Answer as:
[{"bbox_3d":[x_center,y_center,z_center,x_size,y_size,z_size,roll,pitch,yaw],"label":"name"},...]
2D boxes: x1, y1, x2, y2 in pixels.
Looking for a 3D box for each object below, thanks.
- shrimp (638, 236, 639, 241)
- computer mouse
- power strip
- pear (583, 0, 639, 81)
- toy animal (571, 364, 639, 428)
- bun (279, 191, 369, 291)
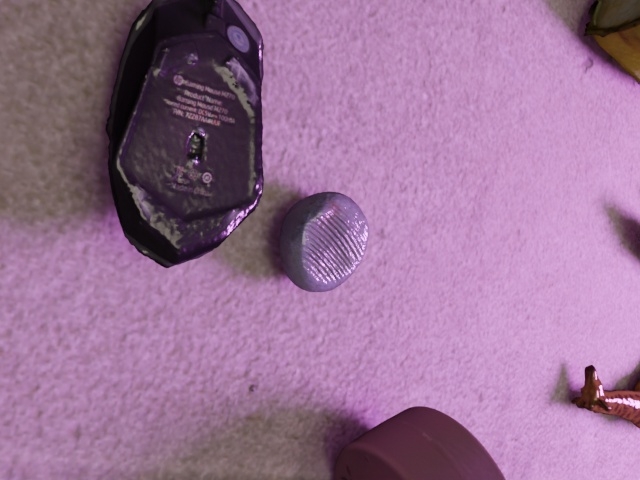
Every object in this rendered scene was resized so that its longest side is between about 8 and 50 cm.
[{"bbox_3d":[0.467,-0.013,0.879,0.236,0.053,0.133,19,84,-39],"label":"shrimp"},{"bbox_3d":[-0.091,-0.076,0.466,0.106,0.062,0.192,14,79,-35],"label":"computer mouse"},{"bbox_3d":[0.082,0.216,0.558,0.078,0.154,0.154,-21,105,-30],"label":"power strip"},{"bbox_3d":[0.450,-0.263,0.780,0.255,0.164,0.238,36,70,-31],"label":"pear"},{"bbox_3d":[0.408,0.183,0.852,0.275,0.054,0.149,-19,102,-33],"label":"toy animal"},{"bbox_3d":[0.000,0.000,0.546,0.083,0.045,0.083,-4,98,-33],"label":"bun"}]
